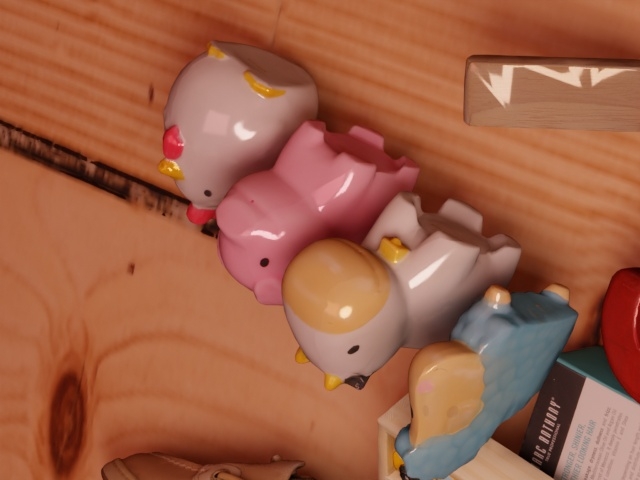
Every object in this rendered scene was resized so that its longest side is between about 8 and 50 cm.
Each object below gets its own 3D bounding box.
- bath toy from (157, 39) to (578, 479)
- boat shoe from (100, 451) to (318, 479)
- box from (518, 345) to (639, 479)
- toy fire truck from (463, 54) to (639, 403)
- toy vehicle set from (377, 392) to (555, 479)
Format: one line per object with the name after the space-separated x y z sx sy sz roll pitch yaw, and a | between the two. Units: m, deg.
0.000 0.000 1.216 0.348 0.151 0.129 45 118 40 | bath toy
-0.036 0.210 1.303 0.341 0.110 0.121 24 147 54 | boat shoe
0.232 0.159 1.133 0.244 0.060 0.100 29 112 35 | box
0.204 -0.013 1.104 0.246 0.158 0.217 32 113 43 | toy fire truck
0.146 0.218 1.176 0.267 0.035 0.166 32 145 30 | toy vehicle set
